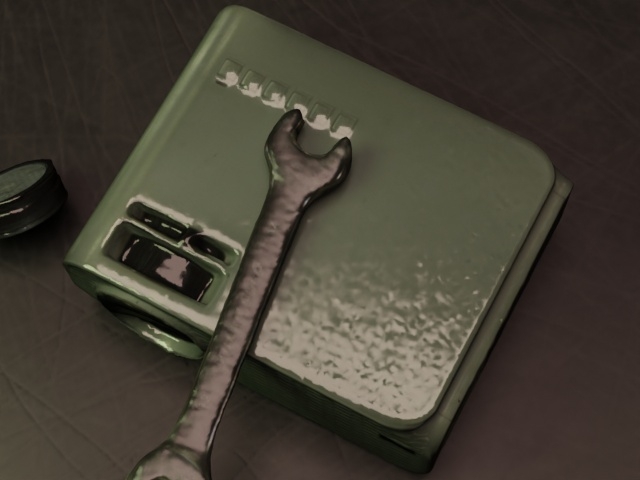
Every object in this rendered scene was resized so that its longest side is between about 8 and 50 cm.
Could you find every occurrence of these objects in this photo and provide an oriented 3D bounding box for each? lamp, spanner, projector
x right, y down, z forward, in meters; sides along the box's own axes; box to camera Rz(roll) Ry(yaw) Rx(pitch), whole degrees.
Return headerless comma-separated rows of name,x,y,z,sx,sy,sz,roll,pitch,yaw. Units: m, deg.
lamp,-0.298,0.093,0.914,0.371,0.130,0.108,-42,118,-28
spanner,-0.044,0.042,0.830,0.054,0.015,0.254,19,73,7
projector,0.000,0.000,0.911,0.250,0.108,0.198,26,72,9
